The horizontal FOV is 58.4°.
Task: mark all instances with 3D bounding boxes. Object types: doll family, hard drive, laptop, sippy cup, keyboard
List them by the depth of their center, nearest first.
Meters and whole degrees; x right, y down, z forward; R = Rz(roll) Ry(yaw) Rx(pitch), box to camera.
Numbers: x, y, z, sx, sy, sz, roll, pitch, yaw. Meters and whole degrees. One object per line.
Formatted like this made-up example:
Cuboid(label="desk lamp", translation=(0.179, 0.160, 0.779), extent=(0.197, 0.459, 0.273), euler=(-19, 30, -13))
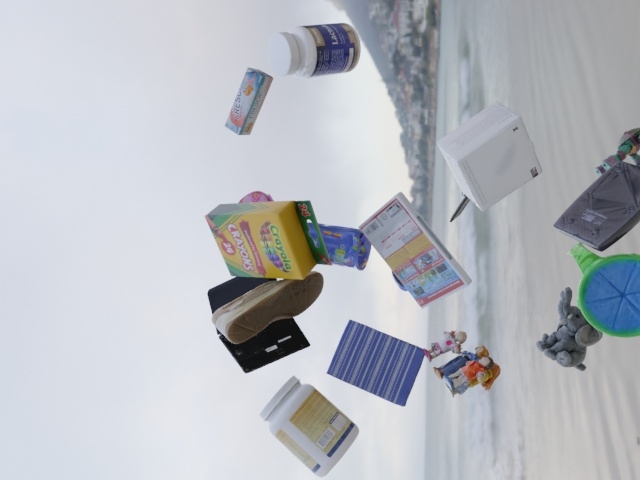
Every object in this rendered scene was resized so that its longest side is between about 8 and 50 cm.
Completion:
Cuboid(label="hard drive", translation=(0.749, -0.087, 1.473), extent=(0.054, 0.254, 0.172), euler=(47, 178, -32))
Cuboid(label="doll family", translation=(0.412, 0.356, 1.619), extent=(0.263, 0.163, 0.118), euler=(-123, 8, -70))
Cuboid(label="sippy cup", translation=(0.860, 0.140, 1.656), extent=(0.224, 0.240, 0.306), euler=(-18, -81, -70))
Cuboid(label="laptop", translation=(-0.193, 0.242, 1.775), extent=(0.264, 0.234, 0.136), euler=(60, -169, -26))
Cuboid(label="keyboard", translation=(0.468, -0.148, 1.840), extent=(0.100, 0.038, 0.192), euler=(-33, -22, -43))

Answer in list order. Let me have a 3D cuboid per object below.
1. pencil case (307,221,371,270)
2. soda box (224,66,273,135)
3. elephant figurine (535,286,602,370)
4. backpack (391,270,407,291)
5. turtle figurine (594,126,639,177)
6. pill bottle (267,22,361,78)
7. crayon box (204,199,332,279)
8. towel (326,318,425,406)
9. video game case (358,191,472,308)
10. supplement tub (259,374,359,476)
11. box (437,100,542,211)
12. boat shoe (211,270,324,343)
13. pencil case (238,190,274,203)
Cuboid(label="pencil case", translation=(0.000, 0.000, 1.719), extent=(0.133, 0.306, 0.119), euler=(84, -156, -44))
Cuboid(label="soda box", translation=(-0.203, -0.390, 1.614), extent=(0.063, 0.058, 0.183), euler=(-23, -37, -63))
Cuboid(label="elephant figurine", translation=(0.851, 0.299, 1.919), extent=(0.186, 0.169, 0.239), euler=(12, -72, -55))
Cuboid(label="backpack", translation=(0.273, 0.096, 1.690), extent=(0.098, 0.120, 0.101), euler=(57, 176, 22))
Cuboid(label="turtle figurine", translation=(0.934, -0.272, 1.693), extent=(0.118, 0.234, 0.175), euler=(57, -175, 31))
Cuboid(label="pill bottle", translation=(-0.020, -0.571, 1.728), extent=(0.264, 0.153, 0.153), euler=(-20, -62, -34))
Cuboid(label="crayon box", translation=(-0.142, -0.001, 1.524), extent=(0.081, 0.318, 0.202), euler=(-46, -55, -44))
Cuboid(label="towel", translation=(0.221, 0.480, 2.257), extent=(0.040, 0.336, 0.243), euler=(91, -158, -73))
Cuboid(label="video game case", translation=(0.238, 0.032, 1.486), extent=(0.025, 0.285, 0.204), euler=(-35, -4, -35))
Cuboid(label="supplement tub", translation=(-0.043, 0.666, 2.072), extent=(0.228, 0.316, 0.228), euler=(-47, -11, -12))
Cuboid(label="box", translation=(0.415, -0.205, 1.404), extent=(0.181, 0.182, 0.119), euler=(52, -173, -35))
Cuboid(label="boat shoe", translation=(-0.141, 0.160, 1.593), extent=(0.341, 0.110, 0.122), euler=(-24, -55, -34))
Cuboid(label="pencil case", translation=(-0.203, -0.061, 1.890), extent=(0.284, 0.124, 0.124), euler=(100, 176, -69))
